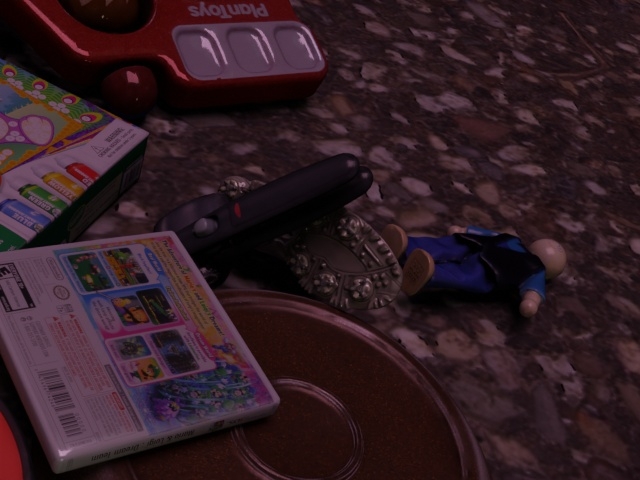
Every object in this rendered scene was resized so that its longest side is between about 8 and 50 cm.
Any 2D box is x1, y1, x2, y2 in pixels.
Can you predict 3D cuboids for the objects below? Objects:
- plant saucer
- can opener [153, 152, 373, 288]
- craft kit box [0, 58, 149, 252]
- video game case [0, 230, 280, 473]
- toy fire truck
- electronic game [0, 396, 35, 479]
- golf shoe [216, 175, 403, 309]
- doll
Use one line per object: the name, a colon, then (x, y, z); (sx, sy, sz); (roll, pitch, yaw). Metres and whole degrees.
plant saucer: (-0.020, 0.132, 0.610); (0.311, 0.050, 0.310); (15, 37, -11)
can opener: (-0.050, -0.016, 0.688); (0.059, 0.186, 0.073); (12, 59, -61)
craft kit box: (-0.291, -0.061, 0.699); (0.247, 0.061, 0.250); (24, 37, 5)
video game case: (-0.121, 0.058, 0.588); (0.143, 0.019, 0.157); (-8, 47, -37)
toy fire truck: (-0.157, -0.234, 0.910); (0.302, 0.169, 0.253); (-12, 68, -36)
electronic game: (-0.261, 0.128, 0.485); (0.229, 0.048, 0.229); (14, 38, -11)
golf shoe: (0.000, 0.000, 0.742); (0.176, 0.069, 0.086); (29, 8, 31)
doll: (0.143, 0.021, 0.831); (0.189, 0.046, 0.129); (0, 33, -37)
